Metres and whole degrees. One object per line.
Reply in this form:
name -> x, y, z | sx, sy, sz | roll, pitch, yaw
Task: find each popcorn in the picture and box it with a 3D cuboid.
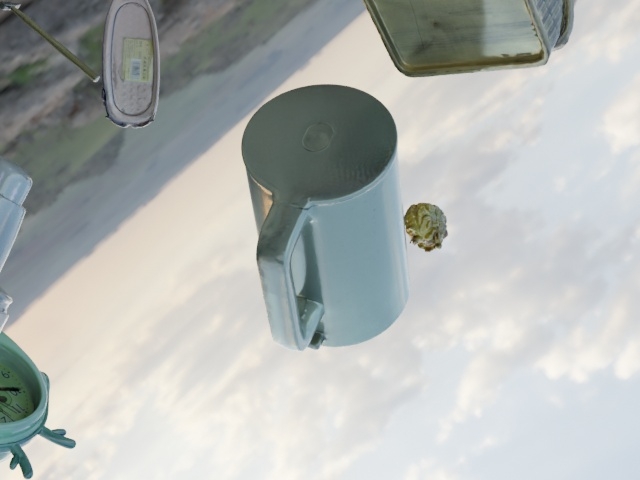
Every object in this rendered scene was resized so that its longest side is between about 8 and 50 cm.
popcorn -> 0.164, -0.022, 1.742 | 0.057, 0.082, 0.083 | -4, -144, 31

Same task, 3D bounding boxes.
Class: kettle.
kettle -> -0.008, -0.011, 1.451 | 0.265, 0.205, 0.318 | -35, 148, -20

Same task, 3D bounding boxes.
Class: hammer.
hammer -> -0.441, -0.329, 1.831 | 0.013, 0.199, 0.062 | -50, 179, 16

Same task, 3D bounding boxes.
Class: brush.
brush -> -0.236, -0.298, 1.380 | 0.072, 0.313, 0.067 | 0, -166, -8

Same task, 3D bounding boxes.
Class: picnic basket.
picnic basket -> 0.161, -0.362, 1.303 | 0.228, 0.313, 0.175 | 2, -134, 37

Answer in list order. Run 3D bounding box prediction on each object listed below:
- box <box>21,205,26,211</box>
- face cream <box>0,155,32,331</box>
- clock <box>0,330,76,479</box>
box -> -0.573, -0.057, 1.542 | 0.214, 0.069, 0.353 | -49, -131, -3
face cream -> -0.284, 0.052, 0.815 | 0.252, 0.101, 0.101 | -64, -169, -9
clock -> -0.345, 0.159, 1.099 | 0.066, 0.211, 0.159 | -57, 168, 24
